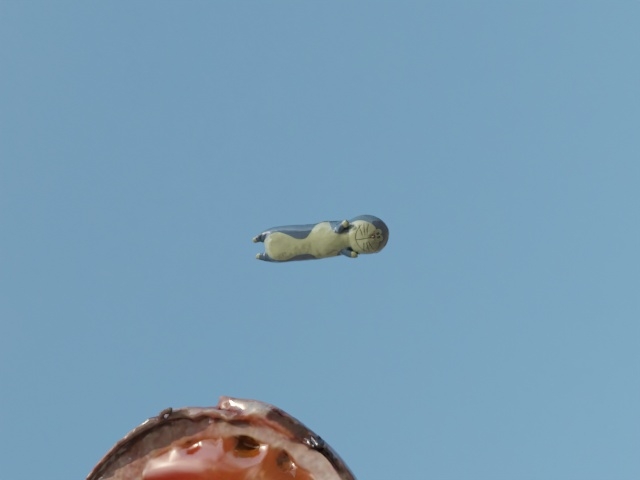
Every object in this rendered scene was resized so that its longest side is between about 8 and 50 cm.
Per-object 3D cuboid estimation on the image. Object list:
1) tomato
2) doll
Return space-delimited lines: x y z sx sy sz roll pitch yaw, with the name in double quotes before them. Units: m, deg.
"tomato" -0.062 0.212 0.978 0.228 0.199 0.112 -61 -15 4
"doll" 0.000 0.000 1.330 0.125 0.027 0.037 -8 -74 13
